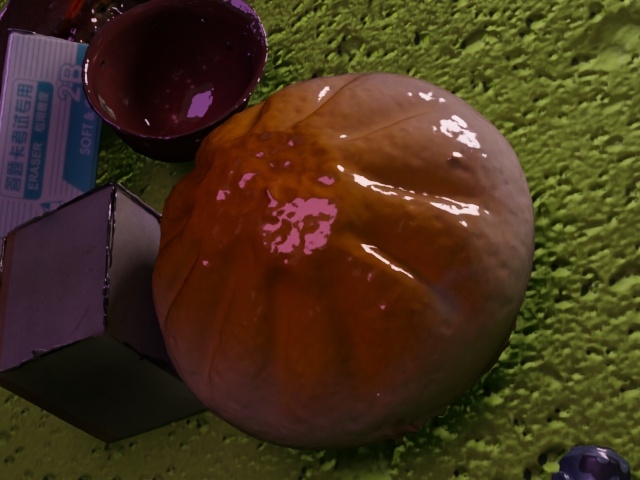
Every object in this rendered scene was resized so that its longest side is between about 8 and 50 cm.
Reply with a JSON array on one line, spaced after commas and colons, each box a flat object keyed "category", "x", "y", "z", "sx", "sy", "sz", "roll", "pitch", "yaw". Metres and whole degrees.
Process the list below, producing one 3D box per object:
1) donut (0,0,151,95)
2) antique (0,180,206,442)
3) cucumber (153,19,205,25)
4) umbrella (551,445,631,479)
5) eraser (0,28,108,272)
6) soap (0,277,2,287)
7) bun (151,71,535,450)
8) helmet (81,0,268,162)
[{"category": "donut", "x": -0.296, "y": -0.214, "z": 1.298, "sx": 0.259, "sy": 0.136, "sz": 0.345, "roll": 18, "pitch": 74, "yaw": 40}, {"category": "antique", "x": -0.178, "y": 0.065, "z": 1.008, "sx": 0.148, "sy": 0.152, "sz": 0.147, "roll": -22, "pitch": 50, "yaw": 26}, {"category": "cucumber", "x": -0.133, "y": -0.208, "z": 1.235, "sx": 0.105, "sy": 0.048, "sz": 0.048, "roll": -8, "pitch": 57, "yaw": 35}, {"category": "umbrella", "x": 0.146, "y": 0.239, "z": 0.719, "sx": 0.053, "sy": 0.052, "sz": 0.250, "roll": -5, "pitch": 58, "yaw": 33}, {"category": "eraser", "x": -0.255, "y": -0.075, "z": 1.144, "sx": 0.052, "sy": 0.095, "sz": 0.225, "roll": 164, "pitch": 112, "yaw": -74}, {"category": "soap", "x": -0.328, "y": 0.059, "z": 1.188, "sx": 0.100, "sy": 0.056, "sz": 0.149, "roll": -33, "pitch": 46, "yaw": 17}, {"category": "bun", "x": 0.000, "y": 0.000, "z": 0.884, "sx": 0.299, "sy": 0.165, "sz": 0.299, "roll": -14, "pitch": 59, "yaw": 25}, {"category": "helmet", "x": -0.127, "y": -0.140, "z": 1.137, "sx": 0.155, "sy": 0.106, "sz": 0.175, "roll": 30, "pitch": 69, "yaw": 15}]
